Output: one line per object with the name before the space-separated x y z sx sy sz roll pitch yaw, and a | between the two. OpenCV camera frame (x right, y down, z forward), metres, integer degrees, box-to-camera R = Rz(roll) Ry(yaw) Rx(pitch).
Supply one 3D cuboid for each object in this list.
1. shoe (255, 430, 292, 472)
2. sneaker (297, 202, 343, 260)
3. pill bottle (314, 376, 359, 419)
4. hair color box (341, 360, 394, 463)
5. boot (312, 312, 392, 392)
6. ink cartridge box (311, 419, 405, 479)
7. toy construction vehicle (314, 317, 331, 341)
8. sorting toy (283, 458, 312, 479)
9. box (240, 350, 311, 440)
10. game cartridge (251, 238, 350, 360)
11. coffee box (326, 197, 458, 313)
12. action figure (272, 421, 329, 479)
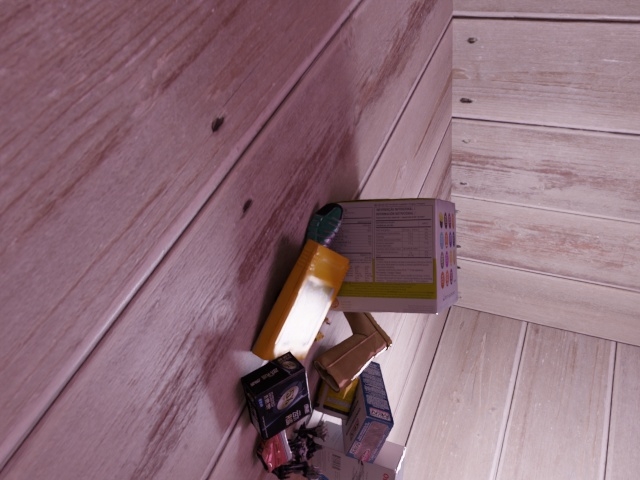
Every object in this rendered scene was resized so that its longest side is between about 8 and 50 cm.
shoe | -0.140 0.544 1.543 0.081 0.063 0.178 -27 111 -31
sneaker | 0.000 0.000 1.626 0.224 0.083 0.098 -62 165 -11
pill bottle | 0.063 0.493 1.935 0.119 0.119 0.208 48 57 -63
hair color box | 0.150 0.573 1.959 0.347 0.105 0.174 -94 -154 -68
boot | 0.080 0.340 1.893 0.269 0.236 0.089 -30 151 -33
ink cartridge box | 0.131 0.796 1.995 0.129 0.307 0.223 -42 138 -55
toy construction vehicle | 0.003 0.282 1.801 0.098 0.035 0.086 50 55 -62
sorting toy | -0.085 0.824 1.857 0.193 0.038 0.208 -22 116 -64
box | -0.110 0.398 1.449 0.147 0.077 0.180 -25 130 -26
game cartridge | -0.037 0.171 1.536 0.324 0.052 0.285 -62 157 0
coffee box | 0.234 0.042 1.785 0.337 0.338 0.334 -2 91 -67
action figure | -0.046 0.646 1.725 0.275 0.141 0.164 22 69 -66
